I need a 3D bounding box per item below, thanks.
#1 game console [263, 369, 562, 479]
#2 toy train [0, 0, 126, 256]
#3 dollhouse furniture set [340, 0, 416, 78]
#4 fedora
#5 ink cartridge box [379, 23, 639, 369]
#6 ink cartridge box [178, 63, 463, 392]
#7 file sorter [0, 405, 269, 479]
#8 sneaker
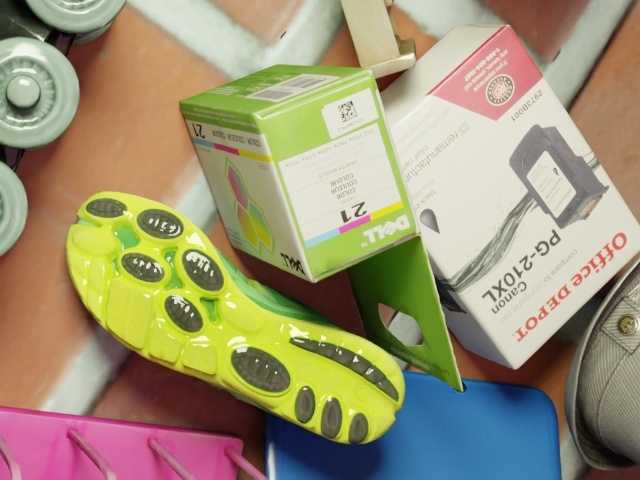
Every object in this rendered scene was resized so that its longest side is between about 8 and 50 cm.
[{"bbox_3d":[0.060,0.262,1.192,0.293,0.173,0.250,10,125,-22],"label":"game console"},{"bbox_3d":[-0.264,-0.124,0.951,0.190,0.142,0.334,24,88,-14],"label":"toy train"},{"bbox_3d":[0.127,-0.242,1.050,0.242,0.212,0.161,-16,103,8],"label":"dollhouse furniture set"},{"bbox_3d":[0.347,0.110,1.192,0.275,0.124,0.244,-48,134,-2],"label":"fedora"},{"bbox_3d":[0.140,-0.037,1.138,0.172,0.100,0.237,-42,111,-11],"label":"ink cartridge box"},{"bbox_3d":[0.000,0.000,1.039,0.097,0.189,0.255,-23,106,-18],"label":"ink cartridge box"},{"bbox_3d":[-0.189,0.249,1.006,0.290,0.182,0.202,10,94,-23],"label":"file sorter"},{"bbox_3d":[-0.075,0.071,1.065,0.295,0.123,0.109,34,80,-4],"label":"sneaker"}]
